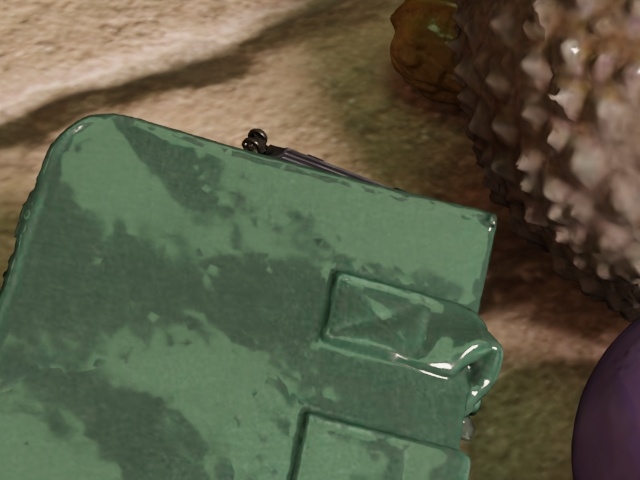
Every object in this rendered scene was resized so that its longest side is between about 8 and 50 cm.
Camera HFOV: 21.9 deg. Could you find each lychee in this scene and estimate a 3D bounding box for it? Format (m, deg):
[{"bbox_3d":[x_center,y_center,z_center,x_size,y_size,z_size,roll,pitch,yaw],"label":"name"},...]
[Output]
[{"bbox_3d":[0.208,-0.095,0.922,0.300,0.300,0.300,6,44,-6],"label":"lychee"}]

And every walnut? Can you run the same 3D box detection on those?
[{"bbox_3d":[0.089,-0.127,1.060,0.096,0.082,0.079,20,72,6],"label":"walnut"}]

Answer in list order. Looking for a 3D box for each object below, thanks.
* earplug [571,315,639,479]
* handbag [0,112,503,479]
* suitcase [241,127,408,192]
[{"bbox_3d":[0.240,0.199,0.676,0.215,0.215,0.456,-4,42,-16],"label":"earplug"},{"bbox_3d":[-0.046,0.105,0.752,0.238,0.089,0.326,15,54,-2],"label":"handbag"},{"bbox_3d":[0.000,0.000,0.921,0.126,0.059,0.086,21,46,10],"label":"suitcase"}]
